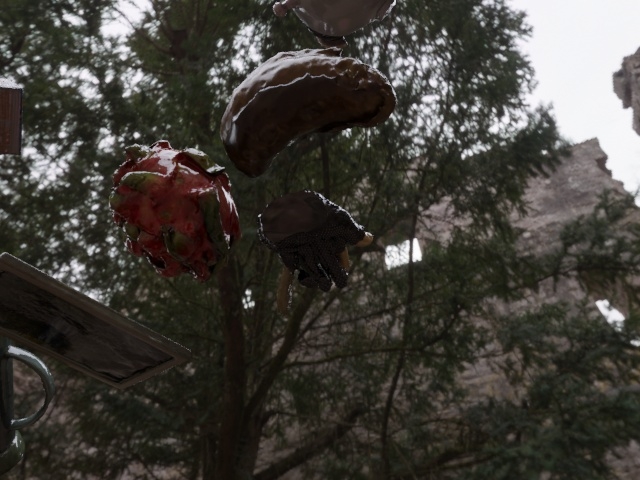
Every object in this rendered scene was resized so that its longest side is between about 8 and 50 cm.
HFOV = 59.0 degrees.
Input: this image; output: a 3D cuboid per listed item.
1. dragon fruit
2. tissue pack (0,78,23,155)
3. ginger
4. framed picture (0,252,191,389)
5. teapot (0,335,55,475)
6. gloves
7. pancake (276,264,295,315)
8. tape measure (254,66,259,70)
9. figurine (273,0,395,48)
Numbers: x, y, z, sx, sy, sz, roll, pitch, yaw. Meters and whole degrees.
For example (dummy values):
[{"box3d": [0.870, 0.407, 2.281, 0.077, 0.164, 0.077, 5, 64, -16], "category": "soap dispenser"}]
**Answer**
[{"box3d": [-0.281, -0.054, 1.112, 0.237, 0.231, 0.303, -33, -100, -12], "category": "dragon fruit"}, {"box3d": [-0.712, -0.278, 1.268, 0.065, 0.115, 0.155, -6, -64, -39], "category": "tissue pack"}, {"box3d": [-0.042, -0.225, 0.933, 0.321, 0.165, 0.172, -18, -76, 30], "category": "ginger"}, {"box3d": [-0.402, 0.146, 0.911, 0.240, 0.020, 0.324, -27, -51, 38], "category": "framed picture"}, {"box3d": [-0.657, 0.277, 1.084, 0.270, 0.200, 0.337, 4, -74, -6], "category": "teapot"}, {"box3d": [-0.003, 0.000, 0.848, 0.129, 0.106, 0.181, -44, -31, -2], "category": "gloves"}, {"box3d": [-0.054, 0.055, 0.978, 0.028, 0.158, 0.158, 9, -59, 0], "category": "pancake"}, {"box3d": [-0.128, -0.305, 1.257, 0.104, 0.180, 0.107, 35, -62, -23], "category": "tape measure"}, {"box3d": [0.072, -0.588, 1.164, 0.361, 0.211, 0.253, -26, -98, 34], "category": "figurine"}]
